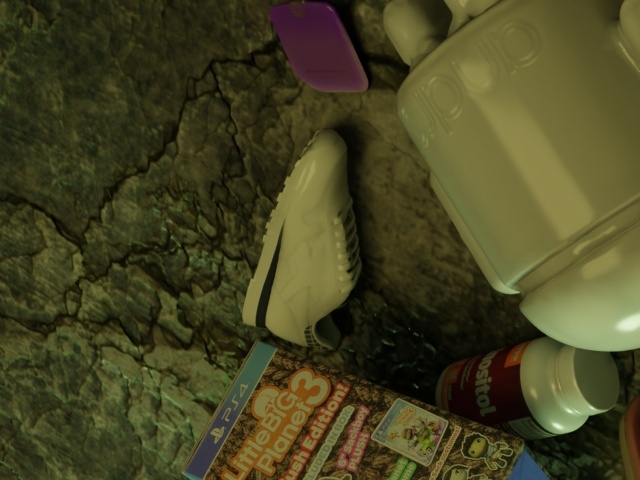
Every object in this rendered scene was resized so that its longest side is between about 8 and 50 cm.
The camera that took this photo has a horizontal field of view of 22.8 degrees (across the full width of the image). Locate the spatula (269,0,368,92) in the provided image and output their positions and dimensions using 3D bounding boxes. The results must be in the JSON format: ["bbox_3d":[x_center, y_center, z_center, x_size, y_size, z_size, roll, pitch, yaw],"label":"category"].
[{"bbox_3d":[-0.023,-0.268,1.396,0.084,0.030,0.296,3,113,41],"label":"spatula"}]

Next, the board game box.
[{"bbox_3d":[0.067,0.236,1.409,0.291,0.141,0.232,18,159,37],"label":"board game box"}]

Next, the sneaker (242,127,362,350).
[{"bbox_3d":[0.000,0.000,1.485,0.095,0.090,0.235,25,130,13],"label":"sneaker"}]

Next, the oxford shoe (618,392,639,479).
[{"bbox_3d":[0.316,0.290,1.336,0.130,0.123,0.348,-22,89,61],"label":"oxford shoe"}]

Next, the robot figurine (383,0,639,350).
[{"bbox_3d":[0.192,-0.065,1.192,0.353,0.199,0.300,57,146,8],"label":"robot figurine"}]

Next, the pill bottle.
[{"bbox_3d":[0.181,0.132,1.388,0.152,0.086,0.086,-22,97,43],"label":"pill bottle"}]
